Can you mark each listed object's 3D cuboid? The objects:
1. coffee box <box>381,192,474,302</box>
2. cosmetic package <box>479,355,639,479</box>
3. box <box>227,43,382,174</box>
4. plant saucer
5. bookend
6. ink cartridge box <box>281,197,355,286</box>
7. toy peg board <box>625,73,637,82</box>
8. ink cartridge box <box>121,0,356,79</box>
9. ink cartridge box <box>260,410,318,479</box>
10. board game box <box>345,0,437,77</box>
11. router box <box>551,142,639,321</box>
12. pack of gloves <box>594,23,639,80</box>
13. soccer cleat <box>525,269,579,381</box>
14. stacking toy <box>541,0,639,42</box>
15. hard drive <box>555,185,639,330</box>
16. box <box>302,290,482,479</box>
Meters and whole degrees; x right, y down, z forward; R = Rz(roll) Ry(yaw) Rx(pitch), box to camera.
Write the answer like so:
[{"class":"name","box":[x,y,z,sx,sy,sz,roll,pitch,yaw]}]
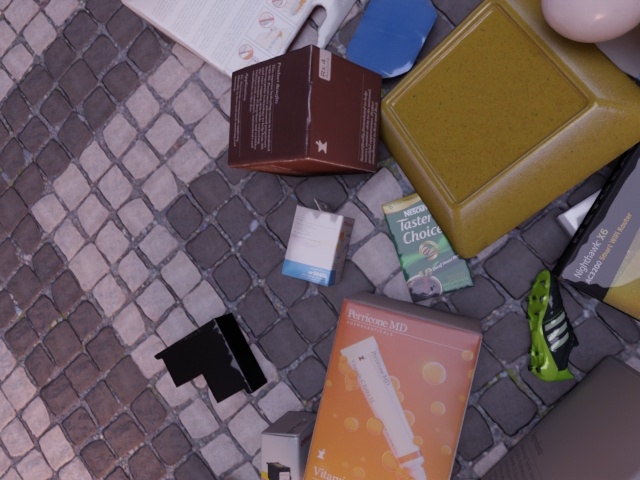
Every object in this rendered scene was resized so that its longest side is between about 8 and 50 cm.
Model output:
[{"class":"coffee box","box":[0.186,0.006,0.842,0.113,0.040,0.184,-18,84,15]},{"class":"cosmetic package","box":[0.413,0.426,0.619,0.329,0.327,0.394,42,99,13]},{"class":"box","box":[-0.029,-0.199,0.807,0.203,0.167,0.169,5,92,44]},{"class":"plant saucer","box":[0.247,-0.196,0.732,0.332,0.081,0.333,-41,63,27]},{"class":"bookend","box":[-0.213,0.250,0.939,0.156,0.072,0.157,-33,81,14]},{"class":"ink cartridge box","box":[0.000,0.000,0.870,0.089,0.092,0.143,14,94,16]},{"class":"toy peg board","box":[0.429,-0.305,0.770,0.161,0.079,0.161,-43,94,11]},{"class":"ink cartridge box","box":[-0.146,-0.483,0.948,0.385,0.091,0.308,35,98,-3]},{"class":"ink cartridge box","box":[-0.049,0.410,0.859,0.072,0.127,0.175,-2,88,19]},{"class":"board game box","box":[0.130,-0.364,0.864,0.133,0.033,0.169,28,93,24]},{"class":"router box","box":[0.522,-0.022,0.675,0.242,0.081,0.309,29,100,15]},{"class":"pack of gloves","box":[0.534,-0.308,0.697,0.232,0.046,0.195,29,89,-3]},{"class":"soccer cleat","box":[0.377,0.137,0.781,0.072,0.060,0.179,3,86,-7]},{"class":"stacking toy","box":[0.510,-0.329,0.570,0.479,0.350,0.351,-10,86,10]},{"class":"hard drive","box":[0.545,0.032,0.736,0.203,0.040,0.308,-35,79,13]},{"class":"box","box":[0.119,0.279,0.790,0.214,0.168,0.346,13,92,16]}]
